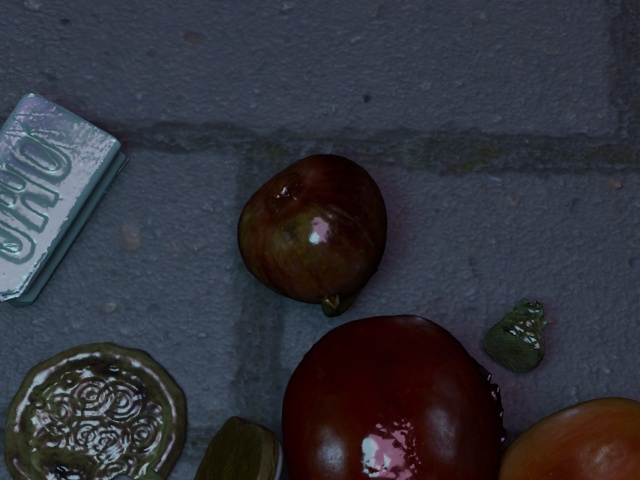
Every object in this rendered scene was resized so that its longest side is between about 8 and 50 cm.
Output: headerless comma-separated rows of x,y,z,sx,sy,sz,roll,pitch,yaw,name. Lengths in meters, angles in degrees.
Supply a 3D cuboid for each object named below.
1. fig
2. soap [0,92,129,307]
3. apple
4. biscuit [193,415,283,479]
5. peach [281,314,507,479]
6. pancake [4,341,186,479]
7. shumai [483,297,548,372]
0.000,-0.001,1.538,0.205,0.205,0.205,0,74,0,fig
-0.381,-0.049,1.593,0.150,0.094,0.261,29,76,8,soap
0.319,0.307,1.420,0.241,0.242,0.242,-33,77,-10,apple
-0.100,0.298,1.447,0.049,0.208,0.181,27,76,-21,biscuit
0.057,0.245,1.392,0.257,0.201,0.362,-20,58,41,peach
-0.284,0.232,1.548,0.235,0.029,0.212,-28,75,-9,pancake
0.257,0.116,1.568,0.080,0.083,0.082,-42,108,-40,shumai
